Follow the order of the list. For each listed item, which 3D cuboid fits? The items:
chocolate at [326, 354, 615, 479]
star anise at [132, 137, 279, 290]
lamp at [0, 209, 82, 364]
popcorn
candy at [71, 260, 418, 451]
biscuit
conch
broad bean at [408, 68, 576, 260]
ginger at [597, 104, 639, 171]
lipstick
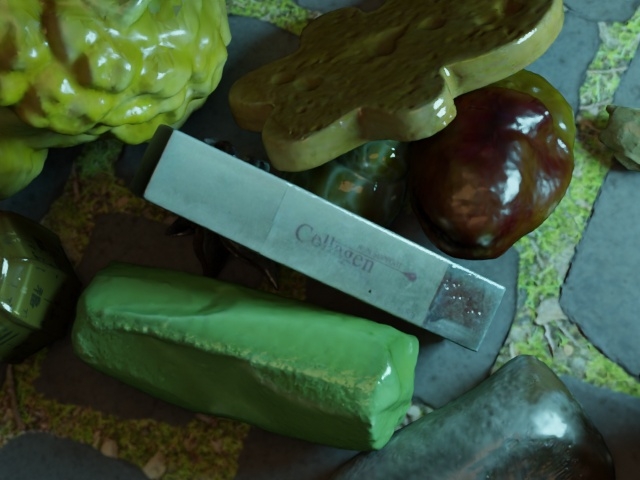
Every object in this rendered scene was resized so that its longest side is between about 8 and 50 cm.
[{"bbox_3d":[0.135,0.251,1.369,0.303,0.100,0.185,-34,78,3],"label":"chocolate"},{"bbox_3d":[-0.101,-0.031,1.459,0.205,0.061,0.180,-6,106,40],"label":"star anise"},{"bbox_3d":[-0.339,0.045,1.437,0.161,0.185,0.161,-2,77,9],"label":"lamp"},{"bbox_3d":[-0.275,-0.198,1.439,0.349,0.349,0.381,40,120,15],"label":"popcorn"},{"bbox_3d":[-0.072,0.107,1.404,0.344,0.132,0.142,13,63,13],"label":"candy"},{"bbox_3d":[0.083,-0.183,1.435,0.355,0.052,0.275,-29,35,-11],"label":"biscuit"},{"bbox_3d":[0.024,-0.055,1.453,0.173,0.106,0.116,-4,62,22],"label":"conch"},{"bbox_3d":[0.176,-0.083,1.409,0.156,0.122,0.228,26,64,17],"label":"broad bean"},{"bbox_3d":[0.374,-0.104,1.441,0.174,0.051,0.069,3,83,4],"label":"ginger"},{"bbox_3d":[0.000,0.000,1.356,0.372,0.080,0.076,25,91,-20],"label":"lipstick"}]
